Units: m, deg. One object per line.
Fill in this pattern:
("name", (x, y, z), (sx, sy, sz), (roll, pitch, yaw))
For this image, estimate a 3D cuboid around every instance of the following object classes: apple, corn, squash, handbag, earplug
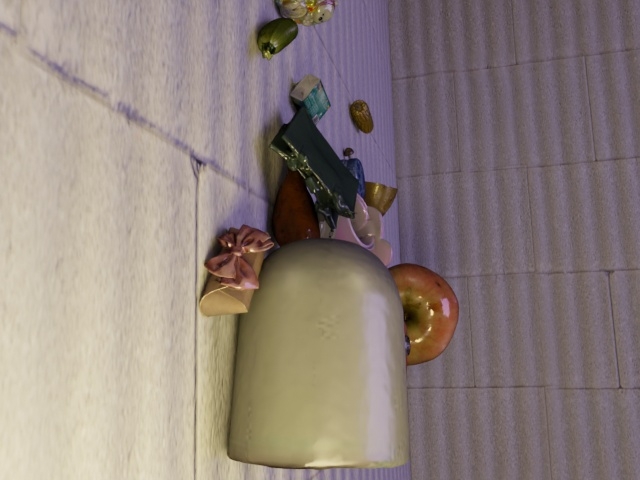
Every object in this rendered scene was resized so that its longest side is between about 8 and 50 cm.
("apple", (0.332, 0.285, 2.187), (0.346, 0.391, 0.392), (16, 71, -75))
("corn", (0.176, -0.509, 2.390), (0.231, 0.080, 0.080), (48, 40, -71))
("squash", (-0.102, -0.470, 1.315), (0.252, 0.066, 0.066), (-69, 152, -59))
("handbag", (-0.008, -0.173, 1.344), (0.247, 0.079, 0.260), (51, 19, -17))
("earplug", (-0.002, 0.195, 1.035), (0.312, 0.312, 0.394), (46, 43, -68))

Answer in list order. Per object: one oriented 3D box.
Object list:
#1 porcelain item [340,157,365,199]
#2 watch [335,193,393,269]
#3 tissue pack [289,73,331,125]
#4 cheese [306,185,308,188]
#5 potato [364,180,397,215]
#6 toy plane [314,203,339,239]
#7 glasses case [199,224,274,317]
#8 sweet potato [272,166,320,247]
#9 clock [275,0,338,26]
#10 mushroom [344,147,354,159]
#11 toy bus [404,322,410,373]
("porcelain item", (0.086, -0.193, 1.879), (0.147, 0.114, 0.147), (-4, 90, -77))
("watch", (0.085, -0.016, 1.760), (0.217, 0.210, 0.249), (21, 56, -55))
("tissue pack", (-0.034, -0.384, 1.552), (0.085, 0.079, 0.111), (-53, 152, -11))
("cheese", (-0.043, -0.185, 1.504), (0.127, 0.054, 0.252), (39, 50, -65))
("potato", (0.204, -0.148, 2.256), (0.203, 0.178, 0.158), (-89, -169, -84))
("toy plane", (0.000, 0.000, 1.512), (0.242, 0.104, 0.256), (-2, 92, -73))
("glasses case", (-0.139, 0.037, 0.980), (0.194, 0.102, 0.070), (-78, 152, -46))
("sweet potato", (-0.056, -0.029, 1.301), (0.112, 0.112, 0.359), (59, 21, -61))
("clock", (-0.036, -0.623, 1.458), (0.231, 0.144, 0.103), (38, 52, -72))
("mushroom", (0.107, -0.195, 2.122), (0.068, 0.043, 0.307), (19, 68, -56))
("toy bus", (0.170, 0.443, 1.878), (0.233, 0.203, 0.427), (53, 38, -56))
